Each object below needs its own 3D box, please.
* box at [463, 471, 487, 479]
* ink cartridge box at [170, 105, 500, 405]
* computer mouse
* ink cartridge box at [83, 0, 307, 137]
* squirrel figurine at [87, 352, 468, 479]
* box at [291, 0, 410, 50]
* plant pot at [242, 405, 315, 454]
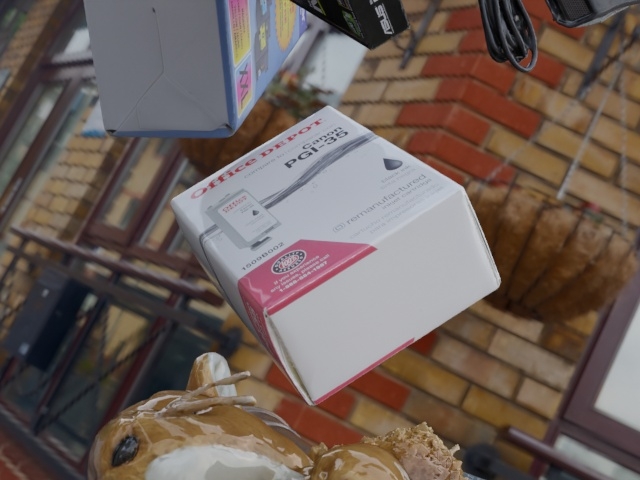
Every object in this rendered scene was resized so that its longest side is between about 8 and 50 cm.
[{"bbox_3d":[0.162,0.288,1.153,0.083,0.018,0.067,13,-51,32],"label":"box"},{"bbox_3d":[0.000,0.000,0.982,0.283,0.207,0.117,41,-19,57],"label":"ink cartridge box"},{"bbox_3d":[0.197,-0.254,0.819,0.060,0.262,0.184,3,-63,60],"label":"computer mouse"},{"bbox_3d":[-0.116,-0.314,1.125,0.151,0.395,0.270,3,-59,10],"label":"ink cartridge box"},{"bbox_3d":[0.010,0.249,0.778,0.370,0.281,0.397,22,-8,22],"label":"squirrel figurine"},{"bbox_3d":[-0.014,-0.260,0.814,0.184,0.045,0.191,44,-16,54],"label":"box"},{"bbox_3d":[-0.044,0.275,1.079,0.167,0.167,0.165,34,-13,-34],"label":"plant pot"}]
